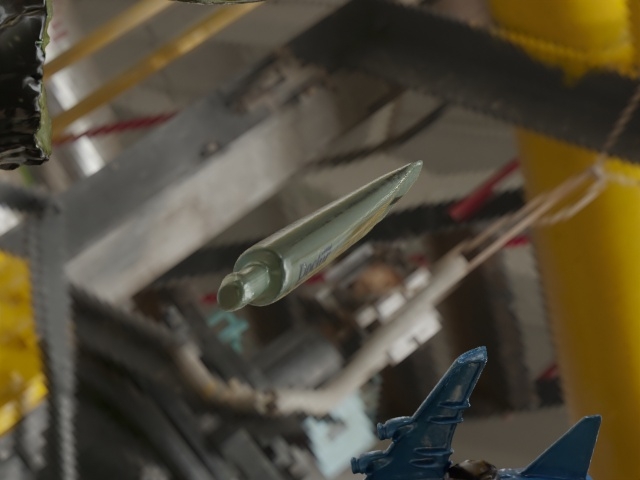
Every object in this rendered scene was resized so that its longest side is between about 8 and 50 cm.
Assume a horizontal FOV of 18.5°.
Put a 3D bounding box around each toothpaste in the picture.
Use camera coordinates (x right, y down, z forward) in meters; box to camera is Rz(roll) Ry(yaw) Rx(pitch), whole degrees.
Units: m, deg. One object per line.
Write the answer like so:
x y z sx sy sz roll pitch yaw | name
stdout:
0.000 0.000 1.294 0.037 0.255 0.067 43 -59 10 | toothpaste

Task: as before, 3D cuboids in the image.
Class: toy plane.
0.086 0.208 1.483 0.105 0.271 0.254 -108 -174 -65 | toy plane

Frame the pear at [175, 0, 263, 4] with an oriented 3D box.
-0.083 -0.264 1.108 0.307 0.253 0.253 44 -29 10 | pear

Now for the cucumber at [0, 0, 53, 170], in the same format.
-0.230 -0.028 0.661 0.072 0.300 0.072 165 -90 -81 | cucumber
